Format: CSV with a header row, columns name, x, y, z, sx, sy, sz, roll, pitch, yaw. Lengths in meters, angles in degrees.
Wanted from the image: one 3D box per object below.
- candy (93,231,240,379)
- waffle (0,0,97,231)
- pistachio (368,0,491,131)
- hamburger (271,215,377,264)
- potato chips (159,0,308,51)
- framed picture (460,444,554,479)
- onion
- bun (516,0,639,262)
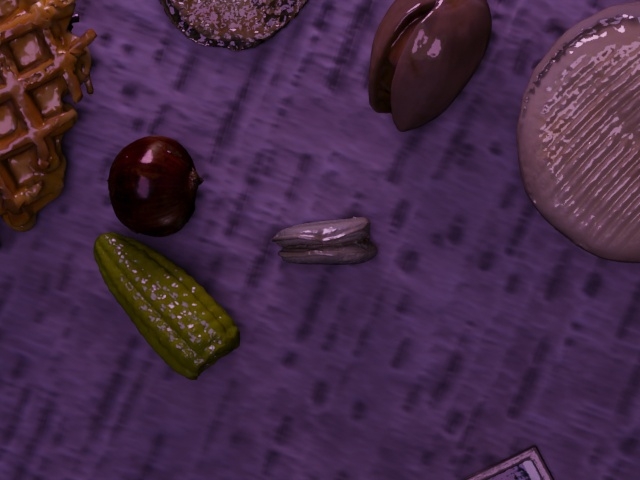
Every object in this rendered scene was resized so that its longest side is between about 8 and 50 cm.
name,x,y,z,sx,sy,sz,roll,pitch,yaw
candy,-0.187,0.068,1.900,0.209,0.097,0.097,45,102,9
waffle,-0.460,-0.178,1.880,0.382,0.095,0.379,15,100,-10
pistachio,0.119,-0.208,1.804,0.124,0.124,0.185,33,117,6
hamburger,0.000,0.004,1.859,0.121,0.084,0.054,0,98,12
potato chips,-0.092,-0.327,1.872,0.220,0.029,0.202,-27,91,15
framed picture,0.230,0.357,1.890,0.150,0.015,0.203,-27,91,12
onion,-0.191,-0.062,1.878,0.119,0.118,0.117,-13,89,12
bun,0.348,-0.117,1.750,0.287,0.146,0.287,2,99,12
